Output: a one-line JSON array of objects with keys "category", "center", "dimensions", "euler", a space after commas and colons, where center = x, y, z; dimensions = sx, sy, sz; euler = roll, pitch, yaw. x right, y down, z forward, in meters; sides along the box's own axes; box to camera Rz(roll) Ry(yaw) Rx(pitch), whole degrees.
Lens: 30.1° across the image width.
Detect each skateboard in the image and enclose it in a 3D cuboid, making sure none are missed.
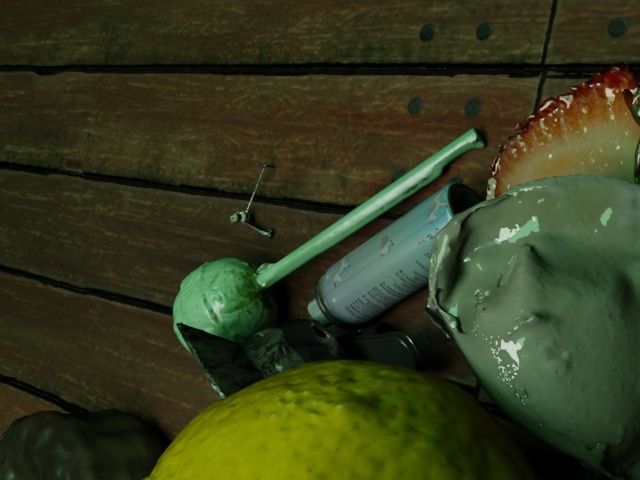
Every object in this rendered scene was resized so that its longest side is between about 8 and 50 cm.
[{"category": "skateboard", "center": [-0.070, -0.050, 1.451], "dimensions": [0.064, 0.032, 0.083], "euler": [26, 101, 38]}]

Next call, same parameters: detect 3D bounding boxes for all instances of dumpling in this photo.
[{"category": "dumpling", "center": [0.222, 0.074, 0.998], "dimensions": [0.204, 0.293, 0.163], "euler": [-47, -3, -13]}]

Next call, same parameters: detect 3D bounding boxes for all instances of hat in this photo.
[{"category": "hat", "center": [-0.028, 0.152, 1.239], "dimensions": [0.128, 0.265, 0.265], "euler": [-35, 47, -6]}]

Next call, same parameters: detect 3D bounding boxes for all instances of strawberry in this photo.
[{"category": "strawberry", "center": [0.247, -0.075, 1.069], "dimensions": [0.208, 0.087, 0.167], "euler": [11, 102, 56]}]

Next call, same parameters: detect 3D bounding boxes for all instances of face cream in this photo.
[{"category": "face cream", "center": [0.074, 0.027, 1.236], "dimensions": [0.229, 0.075, 0.075], "euler": [-36, 55, 35]}]

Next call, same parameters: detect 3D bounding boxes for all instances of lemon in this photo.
[{"category": "lemon", "center": [0.025, 0.265, 0.945], "dimensions": [0.387, 0.350, 0.349], "euler": [-6, 74, 41]}]

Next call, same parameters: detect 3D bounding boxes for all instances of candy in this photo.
[{"category": "candy", "center": [0.000, 0.000, 1.319], "dimensions": [0.440, 0.119, 0.119], "euler": [-36, 55, 27]}]

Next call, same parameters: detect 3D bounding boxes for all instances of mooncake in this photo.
[{"category": "mooncake", "center": [-0.311, 0.351, 1.497], "dimensions": [0.290, 0.161, 0.290], "euler": [-13, 71, 45]}]

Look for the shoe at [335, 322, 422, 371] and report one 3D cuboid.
[{"category": "shoe", "center": [0.069, 0.114, 1.233], "dimensions": [0.062, 0.053, 0.159], "euler": [60, 154, -6]}]
